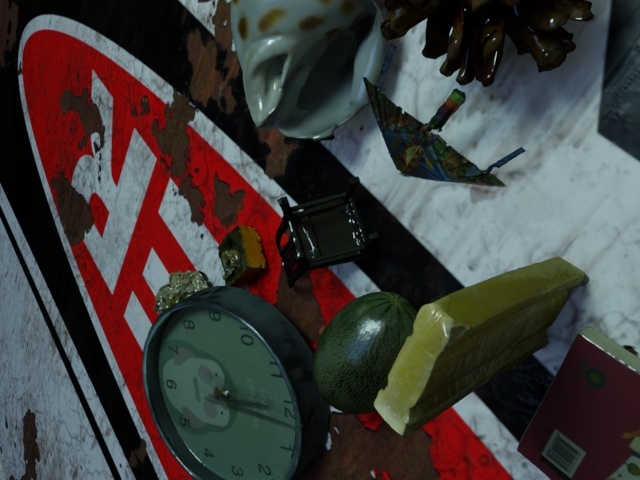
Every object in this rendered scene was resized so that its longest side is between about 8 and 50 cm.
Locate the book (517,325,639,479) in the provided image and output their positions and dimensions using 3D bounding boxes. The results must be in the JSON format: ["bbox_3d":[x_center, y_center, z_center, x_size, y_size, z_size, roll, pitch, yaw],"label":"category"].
[{"bbox_3d":[0.287,0.199,0.465,0.232,0.022,0.162,37,130,36],"label":"book"}]

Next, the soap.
[{"bbox_3d":[0.139,0.072,0.454,0.037,0.252,0.092,36,118,33],"label":"soap"}]

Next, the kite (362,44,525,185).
[{"bbox_3d":[0.112,-0.108,0.590,0.183,0.010,0.160,39,155,4],"label":"kite"}]

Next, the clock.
[{"bbox_3d":[-0.136,0.227,0.836,0.318,0.066,0.319,8,105,31],"label":"clock"}]

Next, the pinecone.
[{"bbox_3d":[0.135,-0.218,0.484,0.195,0.179,0.150,37,91,12],"label":"pinecone"}]

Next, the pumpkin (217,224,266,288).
[{"bbox_3d":[-0.126,0.026,0.864,0.083,0.054,0.074,-41,61,45],"label":"pumpkin"}]

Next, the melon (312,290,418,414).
[{"bbox_3d":[0.051,0.132,0.649,0.114,0.114,0.167,50,124,30],"label":"melon"}]

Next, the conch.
[{"bbox_3d":[-0.009,-0.261,0.646,0.275,0.182,0.149,-61,22,23],"label":"conch"}]

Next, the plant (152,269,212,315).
[{"bbox_3d":[-0.230,0.117,0.981,0.122,0.104,0.117,107,175,-58],"label":"plant"}]

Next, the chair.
[{"bbox_3d":[0.000,0.000,0.727,0.212,0.101,0.084,106,148,-75],"label":"chair"}]
